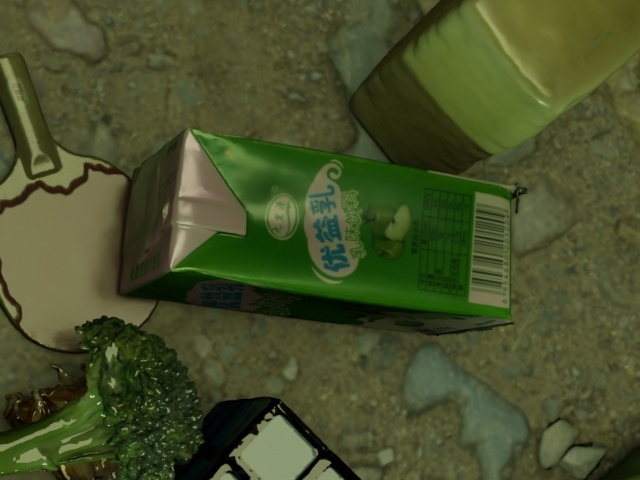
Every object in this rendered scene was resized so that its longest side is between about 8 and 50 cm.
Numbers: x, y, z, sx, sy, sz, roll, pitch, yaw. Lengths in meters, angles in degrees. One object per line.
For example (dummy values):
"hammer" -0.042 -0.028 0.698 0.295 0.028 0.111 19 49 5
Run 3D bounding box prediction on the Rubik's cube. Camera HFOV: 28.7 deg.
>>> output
"Rubik's cube" -0.049 0.219 0.881 0.163 0.160 0.162 46 73 -5

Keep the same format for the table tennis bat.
"table tennis bat" -0.202 -0.028 0.949 0.131 0.022 0.234 -20 89 -18

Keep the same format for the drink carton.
"drink carton" 0.000 0.000 0.927 0.271 0.161 0.108 10 78 -20

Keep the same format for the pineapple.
"pineapple" -0.159 0.146 0.909 0.137 0.069 0.116 1 81 -18

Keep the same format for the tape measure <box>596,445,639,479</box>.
"tape measure" 0.312 0.225 1.014 0.200 0.106 0.175 -34 89 -16

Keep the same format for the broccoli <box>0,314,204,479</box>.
"broccoli" -0.177 0.125 0.822 0.204 0.118 0.122 -18 100 -15

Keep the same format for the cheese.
"cheese" 0.164 -0.172 0.946 0.124 0.265 0.242 42 74 -7
